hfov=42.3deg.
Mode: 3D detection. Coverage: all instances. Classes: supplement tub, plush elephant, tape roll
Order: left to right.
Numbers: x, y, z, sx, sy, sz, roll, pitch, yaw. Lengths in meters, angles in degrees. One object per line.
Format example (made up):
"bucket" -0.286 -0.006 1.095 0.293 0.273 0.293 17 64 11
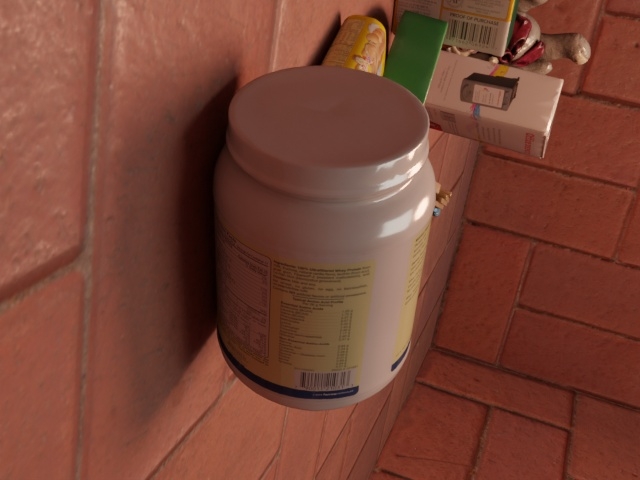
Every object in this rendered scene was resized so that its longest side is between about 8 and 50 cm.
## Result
"supplement tub" 0.000 0.000 0.908 0.235 0.235 0.325 -58 159 -48
"tape roll" 0.129 -0.216 1.380 0.321 0.077 0.322 17 90 -86
"plush elephant" 0.428 -0.433 1.971 0.272 0.329 0.256 46 57 -40

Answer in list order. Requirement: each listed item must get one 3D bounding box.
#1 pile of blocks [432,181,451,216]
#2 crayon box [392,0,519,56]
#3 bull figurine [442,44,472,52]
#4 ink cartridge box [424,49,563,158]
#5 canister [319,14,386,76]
"pile of blocks" 0.198 -0.062 1.778 0.362 0.148 0.113 28 78 -76
"crayon box" 0.239 -0.483 1.364 0.083 0.203 0.323 -61 161 -43
"bull figurine" 0.302 -0.548 1.721 0.188 0.101 0.311 65 31 -67
"ink cartridge box" 0.356 -0.298 1.803 0.226 0.306 0.131 32 75 -76
"canister" 0.035 -0.214 1.143 0.126 0.073 0.170 89 21 -53
